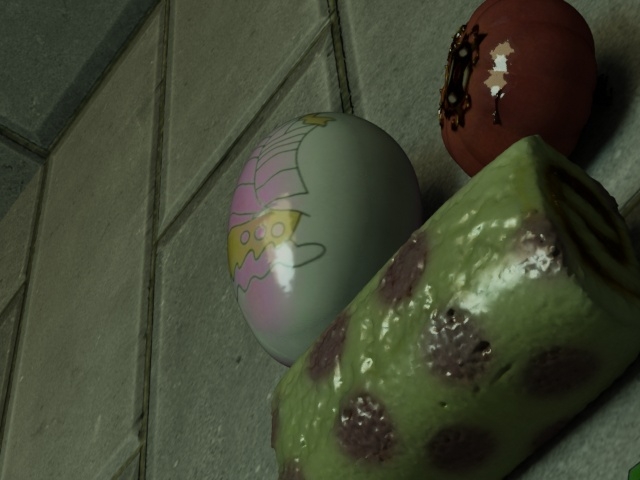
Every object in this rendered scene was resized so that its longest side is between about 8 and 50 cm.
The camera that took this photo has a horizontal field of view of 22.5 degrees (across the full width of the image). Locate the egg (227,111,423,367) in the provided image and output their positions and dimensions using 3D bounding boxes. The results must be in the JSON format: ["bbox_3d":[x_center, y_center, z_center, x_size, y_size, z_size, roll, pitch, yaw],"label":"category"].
[{"bbox_3d":[0.000,0.000,1.556,0.196,0.196,0.271,-33,27,49],"label":"egg"}]

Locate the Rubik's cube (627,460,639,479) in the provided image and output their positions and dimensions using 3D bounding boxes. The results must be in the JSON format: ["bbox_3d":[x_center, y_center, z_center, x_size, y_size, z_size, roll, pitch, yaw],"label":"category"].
[{"bbox_3d":[0.235,0.165,0.961,0.111,0.111,0.093,-118,33,-65],"label":"Rubik's cube"}]

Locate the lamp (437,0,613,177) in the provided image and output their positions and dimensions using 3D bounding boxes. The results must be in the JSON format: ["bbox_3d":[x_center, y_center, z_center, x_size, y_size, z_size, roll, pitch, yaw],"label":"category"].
[{"bbox_3d":[0.181,-0.132,1.422,0.182,0.140,0.182,-167,90,-77],"label":"lamp"}]

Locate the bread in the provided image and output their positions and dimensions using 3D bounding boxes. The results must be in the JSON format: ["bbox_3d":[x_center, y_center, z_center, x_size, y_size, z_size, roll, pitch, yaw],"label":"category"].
[{"bbox_3d":[0.101,0.092,1.267,0.338,0.155,0.187,-46,29,30],"label":"bread"}]
